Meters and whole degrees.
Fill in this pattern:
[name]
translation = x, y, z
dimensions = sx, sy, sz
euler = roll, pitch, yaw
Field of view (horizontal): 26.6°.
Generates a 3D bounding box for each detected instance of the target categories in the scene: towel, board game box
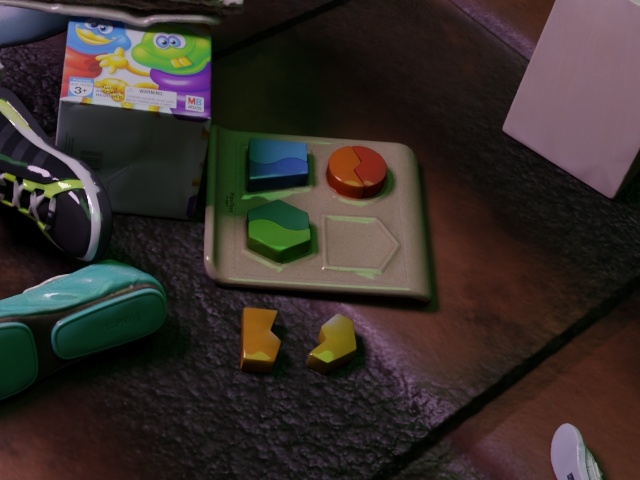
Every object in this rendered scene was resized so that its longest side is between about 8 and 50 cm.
[towel]
translation = -0.212, -0.289, 1.329
dimensions = 0.282, 0.049, 0.187
euler = 6, 46, -8
[board game box]
translation = -0.186, -0.174, 1.362
dimensions = 0.142, 0.144, 0.275
euler = 6, 48, -11

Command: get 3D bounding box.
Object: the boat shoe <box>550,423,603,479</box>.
[boat shoe]
translation = 0.235, 0.210, 1.210
dimensions = 0.035, 0.035, 0.100
euler = 25, 35, -31

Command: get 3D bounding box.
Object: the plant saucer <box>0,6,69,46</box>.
[plant saucer]
translation = -0.395, -0.336, 1.523
dimensions = 0.317, 0.044, 0.318
euler = 9, 47, -9

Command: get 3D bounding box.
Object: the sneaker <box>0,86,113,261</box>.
[sneaker]
translation = -0.283, -0.053, 1.224
dimensions = 0.097, 0.084, 0.234
euler = -20, 51, -41

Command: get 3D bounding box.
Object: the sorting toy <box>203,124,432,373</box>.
[sorting toy]
translation = 0.000, 0.000, 1.326
dimensions = 0.229, 0.041, 0.307
euler = 7, 47, -10

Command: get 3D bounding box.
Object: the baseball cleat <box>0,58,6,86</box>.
[baseball cleat]
translation = -0.397, -0.122, 1.320
dimensions = 0.109, 0.072, 0.206
euler = 16, 42, 21

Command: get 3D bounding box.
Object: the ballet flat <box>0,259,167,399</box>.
[ballet flat]
translation = -0.254, 0.078, 1.167
dimensions = 0.247, 0.083, 0.087
euler = -19, 32, -30

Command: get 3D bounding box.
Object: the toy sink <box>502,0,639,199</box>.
[toy sink]
translation = 0.322, -0.192, 1.463
dimensions = 0.152, 0.234, 0.131
euler = 34, 48, 16
